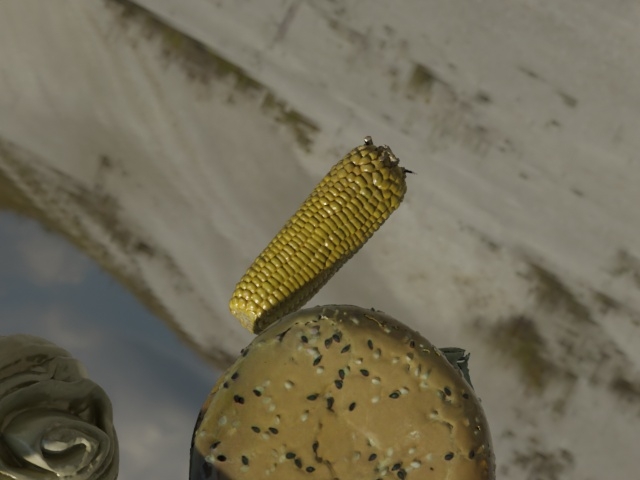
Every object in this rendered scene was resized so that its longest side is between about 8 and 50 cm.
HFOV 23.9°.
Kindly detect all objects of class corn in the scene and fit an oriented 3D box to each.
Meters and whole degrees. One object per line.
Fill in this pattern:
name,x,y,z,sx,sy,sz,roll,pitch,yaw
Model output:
corn,0.000,0.000,2.004,0.106,0.305,0.106,38,167,10

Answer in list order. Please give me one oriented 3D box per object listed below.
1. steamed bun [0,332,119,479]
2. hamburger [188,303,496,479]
steamed bun,-0.396,0.265,2.073,0.310,0.219,0.324,30,-138,-38
hamburger,0.018,0.211,1.600,0.318,0.276,0.195,0,170,-7
